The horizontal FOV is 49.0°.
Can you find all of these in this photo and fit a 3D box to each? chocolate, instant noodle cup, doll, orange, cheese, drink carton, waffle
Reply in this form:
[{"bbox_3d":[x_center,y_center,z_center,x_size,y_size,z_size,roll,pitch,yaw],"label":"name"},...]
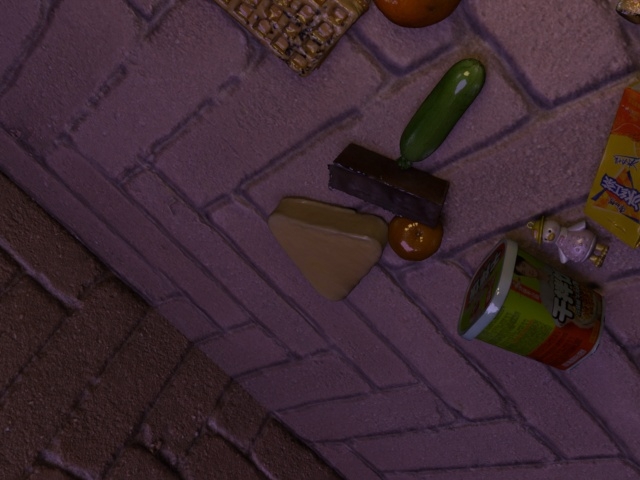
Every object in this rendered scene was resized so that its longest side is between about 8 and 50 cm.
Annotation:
[{"bbox_3d":[0.181,-0.155,1.870,0.321,0.112,0.112,22,143,11],"label":"chocolate"},{"bbox_3d":[0.567,0.185,1.873,0.307,0.294,0.294,24,142,-1],"label":"instant noodle cup"},{"bbox_3d":[0.617,-0.003,1.760,0.207,0.081,0.129,24,123,13],"label":"doll"},{"bbox_3d":[0.195,-0.538,1.395,0.224,0.170,0.224,32,139,33],"label":"orange"},{"bbox_3d":[0.000,0.000,2.164,0.383,0.104,0.384,19,140,17],"label":"cheese"},{"bbox_3d":[0.681,-0.163,1.477,0.154,0.111,0.351,46,154,35],"label":"drink carton"},{"bbox_3d":[-0.093,-0.578,1.597,0.376,0.114,0.261,39,139,-9],"label":"waffle"},{"bbox_3d":[0.261,-0.019,1.934,0.154,0.155,0.134,29,180,3],"label":"orange"}]

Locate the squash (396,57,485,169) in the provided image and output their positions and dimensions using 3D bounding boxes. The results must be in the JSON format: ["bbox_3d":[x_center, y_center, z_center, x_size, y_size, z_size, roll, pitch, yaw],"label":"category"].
[{"bbox_3d":[0.273,-0.289,1.670,0.101,0.101,0.379,33,144,-2],"label":"squash"}]

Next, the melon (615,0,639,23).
[{"bbox_3d":[0.633,-0.449,1.274,0.160,0.079,0.128,19,122,18],"label":"melon"}]
